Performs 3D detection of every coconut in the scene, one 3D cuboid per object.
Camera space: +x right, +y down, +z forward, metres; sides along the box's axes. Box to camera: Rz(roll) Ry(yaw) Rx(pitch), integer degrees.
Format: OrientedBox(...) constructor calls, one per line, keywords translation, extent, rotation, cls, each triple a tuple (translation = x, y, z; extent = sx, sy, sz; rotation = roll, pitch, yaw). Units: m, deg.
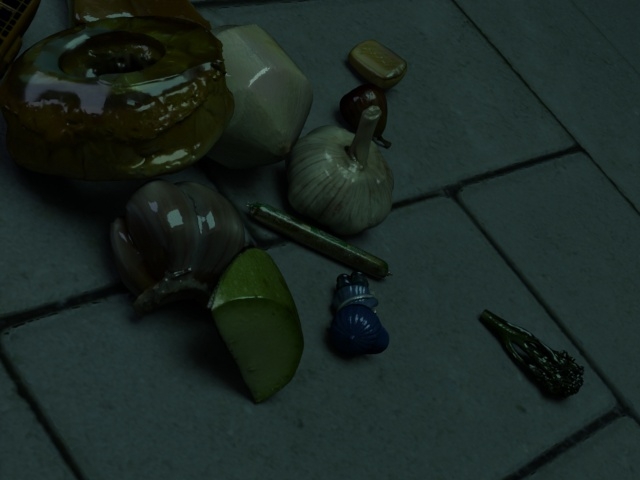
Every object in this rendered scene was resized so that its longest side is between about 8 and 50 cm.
OrientedBox(translation=(-0.119, -0.213, 1.877), extent=(0.224, 0.224, 0.234), rotation=(-21, 66, -48), cls="coconut")

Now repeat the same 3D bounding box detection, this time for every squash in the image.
OrientedBox(translation=(-0.059, 0.095, 1.625), extent=(0.184, 0.085, 0.192), rotation=(-66, 144, -45), cls="squash")

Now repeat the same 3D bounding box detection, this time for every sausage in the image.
OrientedBox(translation=(0.000, 0.000, 1.892), extent=(0.269, 0.033, 0.033), rotation=(26, 40, -17), cls="sausage")

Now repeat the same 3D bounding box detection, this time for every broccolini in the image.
OrientedBox(translation=(0.351, 0.180, 1.972), extent=(0.202, 0.068, 0.091), rotation=(40, 57, 3), cls="broccolini")

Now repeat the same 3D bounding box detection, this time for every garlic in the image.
OrientedBox(translation=(0.055, -0.135, 1.920), extent=(0.199, 0.226, 0.199), rotation=(18, 42, -17), cls="garlic")
OrientedBox(translation=(-0.177, 0.000, 1.650), extent=(0.214, 0.160, 0.191), rotation=(2, 56, -34), cls="garlic")

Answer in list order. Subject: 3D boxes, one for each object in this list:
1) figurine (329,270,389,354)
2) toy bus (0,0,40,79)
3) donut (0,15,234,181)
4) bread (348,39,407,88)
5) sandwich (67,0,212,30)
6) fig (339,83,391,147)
OrientedBox(translation=(0.056, 0.108, 1.799), extent=(0.086, 0.087, 0.149), rotation=(-7, 45, 4), cls="figurine")
OrientedBox(translation=(-0.492, -0.308, 1.753), extent=(0.114, 0.098, 0.201), rotation=(28, 38, -13), cls="toy bus")
OrientedBox(translation=(-0.284, -0.206, 1.670), extent=(0.330, 0.160, 0.330), rotation=(-2, 46, 2), cls="donut")
OrientedBox(translation=(0.109, -0.333, 2.295), extent=(0.115, 0.056, 0.082), rotation=(35, 55, 20), cls="bread")
OrientedBox(translation=(-0.301, -0.416, 1.990), extent=(0.245, 0.063, 0.212), rotation=(4, 62, -29), cls="sandwich")
OrientedBox(translation=(0.091, -0.219, 2.160), extent=(0.089, 0.089, 0.125), rotation=(-36, 98, -51), cls="fig")
